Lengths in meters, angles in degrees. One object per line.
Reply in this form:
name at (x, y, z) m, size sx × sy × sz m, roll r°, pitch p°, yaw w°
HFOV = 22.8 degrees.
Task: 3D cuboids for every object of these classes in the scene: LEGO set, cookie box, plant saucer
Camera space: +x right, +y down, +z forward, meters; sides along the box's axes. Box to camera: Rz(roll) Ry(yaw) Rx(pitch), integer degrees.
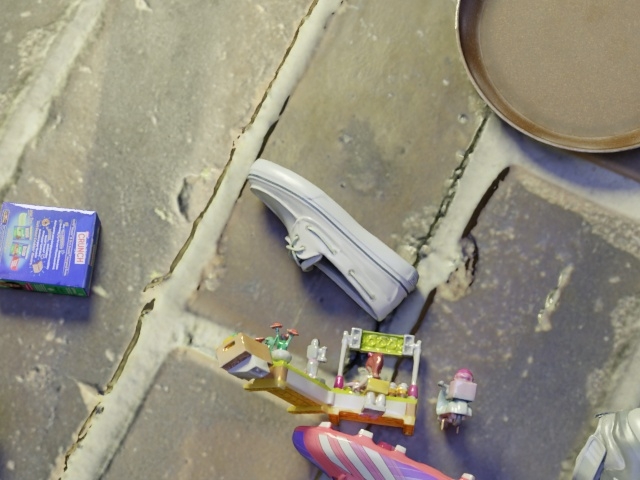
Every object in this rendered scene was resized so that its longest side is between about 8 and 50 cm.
LEGO set at (0.020, 0.127, 1.675) m, size 0.287 × 0.132 × 0.107 m, roll 16°, pitch 68°, yaw -17°
cookie box at (-0.305, 0.010, 1.765) m, size 0.107 × 0.040 × 0.091 m, roll 6°, pitch 74°, yaw 4°
plant saucer at (0.309, -0.240, 1.814) m, size 0.311 × 0.050 × 0.310 m, roll -1°, pitch 75°, yaw 2°

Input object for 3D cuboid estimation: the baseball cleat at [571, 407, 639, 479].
baseball cleat at (0.322, 0.281, 1.665) m, size 0.109 × 0.072 × 0.205 m, roll -7°, pitch 69°, yaw 14°

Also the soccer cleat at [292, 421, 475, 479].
soccer cleat at (0.079, 0.265, 1.664) m, size 0.248 × 0.083 × 0.095 m, roll 21°, pitch 80°, yaw 5°

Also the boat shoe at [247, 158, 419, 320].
boat shoe at (0.000, 0.000, 1.736) m, size 0.226 × 0.083 × 0.076 m, roll 36°, pitch 77°, yaw 10°
